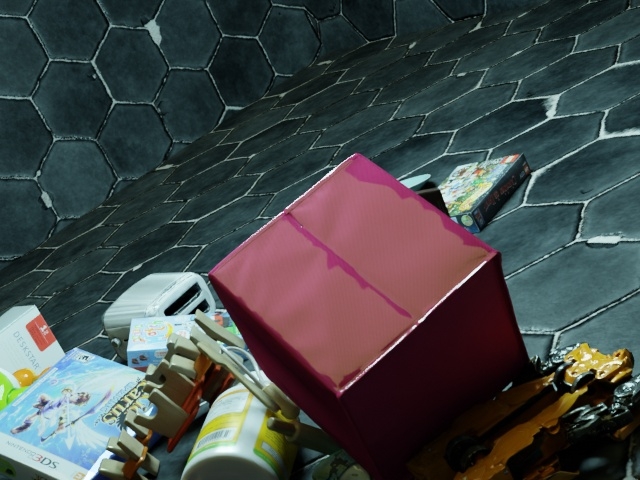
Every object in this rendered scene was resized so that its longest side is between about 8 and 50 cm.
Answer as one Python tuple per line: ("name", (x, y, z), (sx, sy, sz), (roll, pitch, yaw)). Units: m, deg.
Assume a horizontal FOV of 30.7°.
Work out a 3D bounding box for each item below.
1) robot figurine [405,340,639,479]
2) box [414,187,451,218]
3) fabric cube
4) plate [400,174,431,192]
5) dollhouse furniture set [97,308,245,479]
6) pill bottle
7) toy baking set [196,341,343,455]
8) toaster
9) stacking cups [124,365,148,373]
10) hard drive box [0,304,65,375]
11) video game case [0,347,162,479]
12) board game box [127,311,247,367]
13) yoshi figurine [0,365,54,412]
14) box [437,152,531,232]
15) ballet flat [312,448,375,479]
("robot figurine", (0.253, 0.223, 1.360), (0.291, 0.085, 0.211), (-31, 19, -11))
("box", (0.097, 0.012, 1.890), (0.191, 0.143, 0.381), (-21, -3, 18))
("fabric cube", (0.066, 0.099, 1.434), (0.259, 0.254, 0.258), (-40, 50, -14))
("plate", (0.146, -0.096, 2.447), (0.188, 0.024, 0.188), (-21, 7, 3))
("dollhouse furniture set", (-0.205, 0.246, 1.816), (0.262, 0.135, 0.259), (-55, 10, 12))
("pill bottle", (-0.100, 0.284, 1.609), (0.136, 0.136, 0.245), (-22, 18, 17))
("toy baking set", (-0.054, 0.216, 1.589), (0.030, 0.256, 0.197), (-56, 42, 12))
("toaster", (-0.312, 0.143, 2.322), (0.146, 0.129, 0.227), (-6, 25, 40))
("stacking cups", (-0.412, 0.299, 2.074), (0.316, 0.096, 0.096), (-37, 20, -27))
("hard drive box", (-0.636, 0.268, 2.348), (0.089, 0.181, 0.232), (-8, 27, 45))
("video game case", (-0.399, 0.306, 1.941), (0.244, 0.061, 0.269), (16, 40, 27))
("board game box", (-0.243, 0.180, 2.134), (0.211, 0.039, 0.160), (-5, 18, -5))
("yoshi figurine", (-0.614, 0.371, 2.131), (0.203, 0.203, 0.362), (34, 34, 21))
("box", (0.281, -0.082, 2.225), (0.159, 0.044, 0.233), (-11, 24, 42))
("ballet flat", (0.078, 0.283, 1.489), (0.188, 0.070, 0.070), (-28, 17, 9))
